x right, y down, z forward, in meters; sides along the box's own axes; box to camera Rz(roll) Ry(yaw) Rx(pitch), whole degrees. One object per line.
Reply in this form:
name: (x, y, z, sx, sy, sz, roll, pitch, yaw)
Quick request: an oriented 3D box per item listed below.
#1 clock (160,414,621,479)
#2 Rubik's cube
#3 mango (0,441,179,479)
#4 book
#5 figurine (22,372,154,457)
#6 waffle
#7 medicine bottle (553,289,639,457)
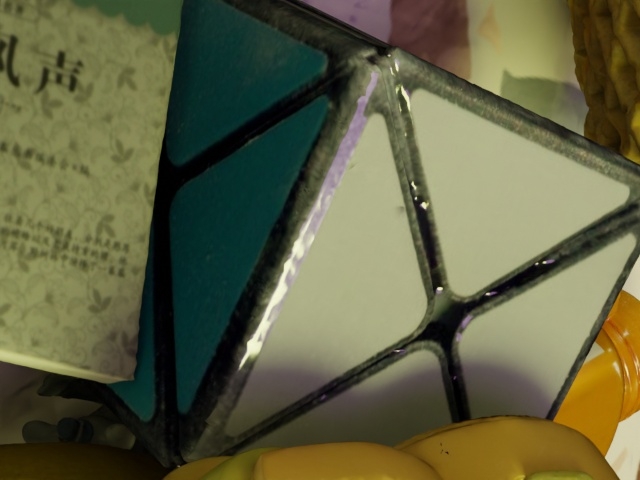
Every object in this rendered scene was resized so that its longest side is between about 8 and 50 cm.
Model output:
clock: (0.047, 0.218, 0.858, 0.317, 0.200, 0.244, -1, 135, -35)
Rubik's cube: (0.000, 0.000, 0.984, 0.255, 0.259, 0.260, 22, 95, -40)
mango: (-0.207, 0.184, 0.967, 0.332, 0.195, 0.142, 7, 73, -3)
book: (-0.182, -0.134, 0.833, 0.264, 0.031, 0.379, 15, 76, -38)
figurine: (-0.146, 0.121, 1.057, 0.086, 0.094, 0.082, 73, 22, -63)
waffle: (0.204, -0.136, 1.031, 0.062, 0.329, 0.329, -7, 119, -1)
medicine bottle: (0.150, 0.120, 1.214, 0.222, 0.112, 0.149, -25, 136, -34)
